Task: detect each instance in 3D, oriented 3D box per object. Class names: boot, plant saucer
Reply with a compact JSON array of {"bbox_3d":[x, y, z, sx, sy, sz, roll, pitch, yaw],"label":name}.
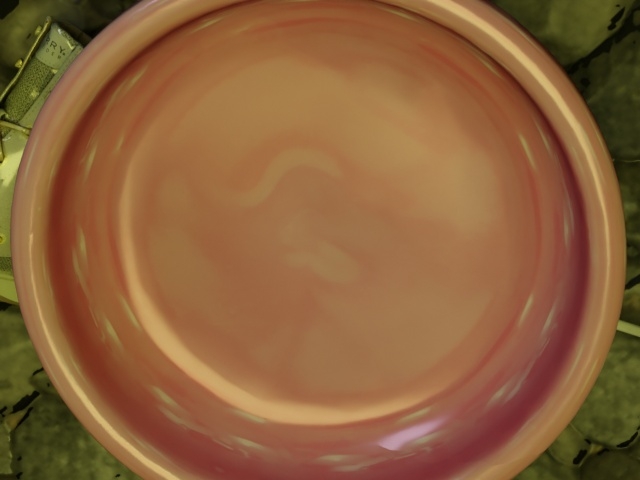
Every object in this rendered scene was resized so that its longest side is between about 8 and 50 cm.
[{"bbox_3d":[-0.192,-0.054,1.020,0.213,0.077,0.165,17,111,-41],"label":"boot"},{"bbox_3d":[0.000,0.000,0.993,0.332,0.084,0.332,2,110,5],"label":"plant saucer"}]

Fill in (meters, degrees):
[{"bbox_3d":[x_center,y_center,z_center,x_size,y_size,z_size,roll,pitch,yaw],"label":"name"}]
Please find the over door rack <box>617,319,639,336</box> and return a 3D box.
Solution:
[{"bbox_3d":[0.212,-0.034,1.041,0.324,0.108,0.239,22,108,-7],"label":"over door rack"}]
